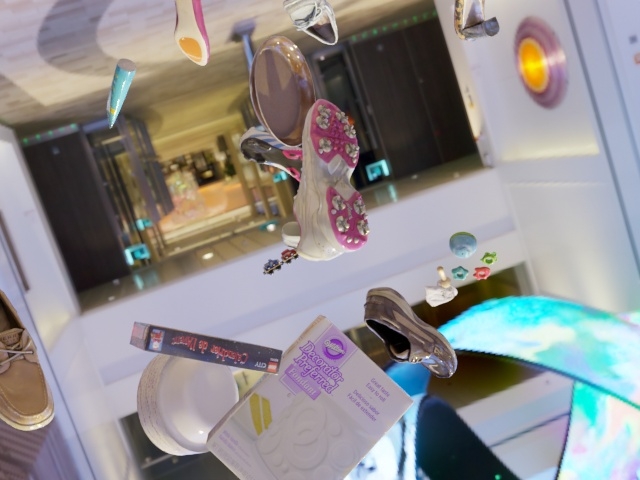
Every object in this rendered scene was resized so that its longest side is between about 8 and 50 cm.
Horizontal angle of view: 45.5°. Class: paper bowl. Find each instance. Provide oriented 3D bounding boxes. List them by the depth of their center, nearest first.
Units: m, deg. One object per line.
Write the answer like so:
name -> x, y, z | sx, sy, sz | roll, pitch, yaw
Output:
paper bowl -> -0.330, 0.417, 2.020 | 0.148, 0.284, 0.284 | -17, -173, 35

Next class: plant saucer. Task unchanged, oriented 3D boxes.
plant saucer -> -0.111, -0.414, 2.136 | 0.050, 0.311, 0.310 | -3, -166, 30

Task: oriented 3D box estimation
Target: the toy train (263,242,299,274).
toy train -> -0.082, 0.040, 1.967 | 0.158, 0.036, 0.027 | -32, -150, -4

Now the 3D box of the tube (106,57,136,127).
tube -> -0.564, -0.412, 2.125 | 0.052, 0.080, 0.207 | 7, 140, -27

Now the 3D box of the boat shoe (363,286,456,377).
boat shoe -> 0.237, 0.282, 2.126 | 0.132, 0.355, 0.130 | -24, -152, 50

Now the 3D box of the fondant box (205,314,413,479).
fondant box -> -0.022, 0.343, 1.467 | 0.330, 0.238, 0.096 | -47, -178, -6

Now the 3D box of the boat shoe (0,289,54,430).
boat shoe -> -0.641, 0.227, 1.548 | 0.121, 0.341, 0.110 | -19, 150, -40

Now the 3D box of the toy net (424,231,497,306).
toy net -> 0.343, 0.083, 1.904 | 0.045, 0.122, 0.232 | -77, -170, -48

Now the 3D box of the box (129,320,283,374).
box -> -0.201, 0.185, 1.324 | 0.233, 0.044, 0.159 | 14, 171, -21

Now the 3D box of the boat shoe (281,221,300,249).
boat shoe -> -0.001, 0.001, 2.230 | 0.227, 0.081, 0.079 | 9, -129, 8

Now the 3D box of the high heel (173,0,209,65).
high heel -> -0.276, -0.499, 1.650 | 0.082, 0.244, 0.117 | 8, -124, 24

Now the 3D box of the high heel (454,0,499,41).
high heel -> 0.314, -0.565, 1.669 | 0.093, 0.261, 0.186 | -16, -166, -5

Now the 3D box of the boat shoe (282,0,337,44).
boat shoe -> -0.018, -0.661, 2.265 | 0.118, 0.103, 0.320 | -24, 175, 13

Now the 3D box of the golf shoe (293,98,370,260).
golf shoe -> -0.003, -0.105, 1.340 | 0.115, 0.306, 0.140 | 19, 145, -36

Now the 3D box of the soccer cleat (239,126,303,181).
soccer cleat -> -0.100, -0.284, 2.494 | 0.143, 0.331, 0.116 | -80, -165, -54
